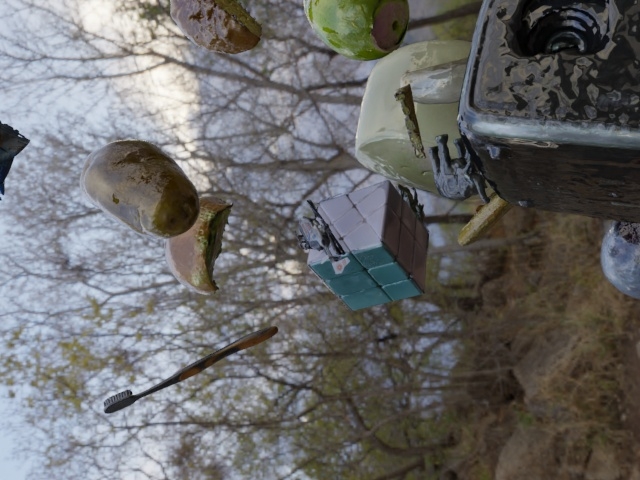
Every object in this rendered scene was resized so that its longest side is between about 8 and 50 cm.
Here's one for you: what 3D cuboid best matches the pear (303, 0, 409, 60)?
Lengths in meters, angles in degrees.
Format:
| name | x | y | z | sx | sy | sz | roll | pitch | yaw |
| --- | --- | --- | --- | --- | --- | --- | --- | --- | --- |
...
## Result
| name | x | y | z | sx | sy | sz | roll | pitch | yaw |
| --- | --- | --- | --- | --- | --- | --- | --- | --- | --- |
| pear | 0.065 | -0.444 | 1.285 | 0.188 | 0.220 | 0.187 | -21 | -53 | -31 |

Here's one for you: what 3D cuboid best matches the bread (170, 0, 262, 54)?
| name | x | y | z | sx | sy | sz | roll | pitch | yaw |
| --- | --- | --- | --- | --- | --- | --- | --- | --- | --- |
| bread | -0.255 | -0.513 | 1.517 | 0.260 | 0.134 | 0.129 | 49 | -156 | -3 |

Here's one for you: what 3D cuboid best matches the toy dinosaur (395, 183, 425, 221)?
| name | x | y | z | sx | sy | sz | roll | pitch | yaw |
| --- | --- | --- | --- | --- | --- | --- | --- | --- | --- |
| toy dinosaur | 0.281 | -0.077 | 2.042 | 0.179 | 0.087 | 0.187 | 60 | -153 | -61 |

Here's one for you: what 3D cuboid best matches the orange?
| name | x | y | z | sx | sy | sz | roll | pitch | yaw |
| --- | --- | --- | --- | --- | --- | --- | --- | --- | --- |
| orange | -0.343 | 0.011 | 1.890 | 0.334 | 0.196 | 0.262 | -131 | 37 | -67 |

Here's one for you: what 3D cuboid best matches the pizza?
| name | x | y | z | sx | sy | sz | roll | pitch | yaw |
| --- | --- | --- | --- | --- | --- | --- | --- | --- | --- |
| pizza | 0.415 | -0.101 | 1.502 | 0.058 | 0.292 | 0.197 | 45 | -155 | 7 |

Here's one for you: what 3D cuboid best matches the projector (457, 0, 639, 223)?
| name | x | y | z | sx | sy | sz | roll | pitch | yaw |
| --- | --- | --- | --- | --- | --- | --- | --- | --- | --- |
| projector | 0.436 | -0.169 | 0.961 | 0.405 | 0.395 | 0.242 | 29 | -108 | -62 |

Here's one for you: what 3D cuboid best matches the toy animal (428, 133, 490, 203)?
| name | x | y | z | sx | sy | sz | roll | pitch | yaw |
| --- | --- | --- | --- | --- | --- | --- | --- | --- | --- |
| toy animal | 0.265 | -0.140 | 1.250 | 0.269 | 0.082 | 0.137 | -113 | 10 | -84 |

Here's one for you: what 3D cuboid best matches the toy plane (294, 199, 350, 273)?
| name | x | y | z | sx | sy | sz | roll | pitch | yaw |
| --- | --- | --- | --- | --- | --- | --- | --- | --- | --- |
| toy plane | 0.000 | 0.001 | 1.558 | 0.053 | 0.078 | 0.197 | 5 | -135 | -48 |

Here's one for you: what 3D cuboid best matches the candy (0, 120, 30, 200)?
| name | x | y | z | sx | sy | sz | roll | pitch | yaw |
| --- | --- | --- | --- | --- | --- | --- | --- | --- | --- |
| candy | -0.594 | -0.150 | 1.211 | 0.136 | 0.088 | 0.038 | -66 | 19 | -6 |

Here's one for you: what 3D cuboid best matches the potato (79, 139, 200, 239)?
| name | x | y | z | sx | sy | sz | roll | pitch | yaw |
| --- | --- | --- | --- | --- | --- | --- | --- | --- | --- |
| potato | -0.373 | -0.109 | 1.390 | 0.195 | 0.369 | 0.176 | 30 | -87 | -46 |

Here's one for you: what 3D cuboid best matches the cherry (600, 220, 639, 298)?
| name | x | y | z | sx | sy | sz | roll | pitch | yaw |
| --- | --- | --- | --- | --- | --- | --- | --- | --- | --- |
| cherry | 0.783 | 0.020 | 1.566 | 0.296 | 0.255 | 0.218 | 6 | -138 | -42 |

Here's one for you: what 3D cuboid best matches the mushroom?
| name | x | y | z | sx | sy | sz | roll | pitch | yaw |
| --- | --- | --- | --- | --- | --- | --- | --- | --- | --- |
| mushroom | 0.351 | -0.366 | 1.472 | 0.122 | 0.351 | 0.095 | -73 | -27 | -57 |

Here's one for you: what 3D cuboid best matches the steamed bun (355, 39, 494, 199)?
| name | x | y | z | sx | sy | sz | roll | pitch | yaw |
| --- | --- | --- | --- | --- | --- | --- | --- | --- | --- |
| steamed bun | 0.327 | -0.315 | 1.717 | 0.290 | 0.456 | 0.371 | 89 | -169 | -62 |

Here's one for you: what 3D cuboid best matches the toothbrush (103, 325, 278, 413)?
| name | x | y | z | sx | sy | sz | roll | pitch | yaw |
| --- | --- | --- | --- | --- | --- | --- | --- | --- | --- |
| toothbrush | -0.218 | 0.219 | 1.146 | 0.031 | 0.321 | 0.023 | -127 | 19 | -52 |

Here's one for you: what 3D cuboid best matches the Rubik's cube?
| name | x | y | z | sx | sy | sz | roll | pitch | yaw |
| --- | --- | --- | --- | --- | --- | --- | --- | --- | --- |
| Rubik's cube | 0.126 | 0.016 | 1.717 | 0.224 | 0.231 | 0.221 | 49 | -143 | -36 |

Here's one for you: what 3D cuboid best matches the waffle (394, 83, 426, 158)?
| name | x | y | z | sx | sy | sz | roll | pitch | yaw |
| --- | --- | --- | --- | --- | --- | --- | --- | --- | --- |
| waffle | 0.171 | -0.218 | 1.270 | 0.097 | 0.023 | 0.152 | -52 | -49 | -64 |
